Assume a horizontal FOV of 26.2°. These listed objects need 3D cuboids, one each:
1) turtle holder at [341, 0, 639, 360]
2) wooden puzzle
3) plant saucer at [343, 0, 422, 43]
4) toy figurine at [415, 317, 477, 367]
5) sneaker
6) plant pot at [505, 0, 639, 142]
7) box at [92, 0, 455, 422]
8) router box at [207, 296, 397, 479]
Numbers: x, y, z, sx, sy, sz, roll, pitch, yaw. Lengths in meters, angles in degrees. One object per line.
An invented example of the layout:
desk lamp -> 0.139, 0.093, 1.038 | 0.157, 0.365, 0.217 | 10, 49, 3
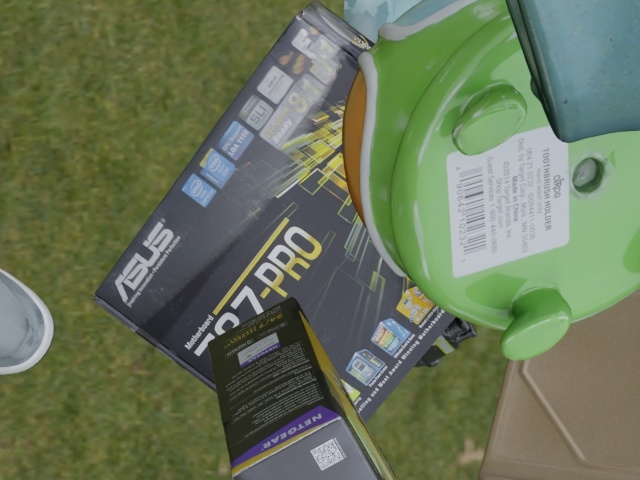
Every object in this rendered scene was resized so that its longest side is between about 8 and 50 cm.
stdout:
turtle holder -> 0.160, -0.093, 0.940 | 0.320, 0.227, 0.243 | -42, 124, -4
wooden puzzle -> 0.268, 0.126, 1.200 | 0.044, 0.221, 0.238 | 57, 45, -47
plant saucer -> 0.119, -0.272, 1.662 | 0.195, 0.037, 0.194 | -8, 105, -30
toy figurine -> 0.080, 0.048, 1.622 | 0.213, 0.148, 0.209 | 58, 15, -9
sneaker -> -0.381, 0.024, 1.196 | 0.178, 0.296, 0.123 | 84, 29, -80
plant pot -> 0.200, -0.166, 0.621 | 0.271, 0.255, 0.271 | -18, 90, -81
box -> 0.000, 0.000, 1.439 | 0.318, 0.395, 0.097 | 38, 20, -2
router box -> 0.032, 0.217, 0.978 | 0.308, 0.081, 0.243 | 61, 0, -18
